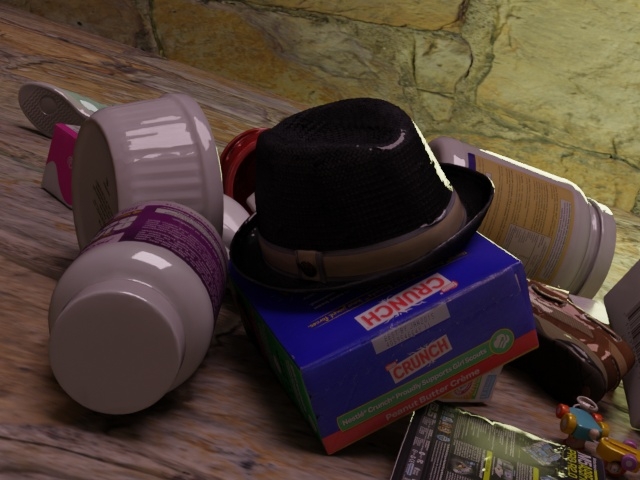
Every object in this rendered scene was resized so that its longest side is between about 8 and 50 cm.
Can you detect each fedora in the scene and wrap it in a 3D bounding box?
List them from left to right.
[{"bbox_3d":[0.028,-0.072,1.271,0.334,0.152,0.334,-15,25,7],"label":"fedora"}]

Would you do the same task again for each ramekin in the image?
[{"bbox_3d":[-0.232,-0.056,1.418,0.127,0.273,0.273,-4,23,-28],"label":"ramekin"}]

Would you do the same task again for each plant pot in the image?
[{"bbox_3d":[-0.086,-0.107,1.900,0.191,0.191,0.174,12,12,-19],"label":"plant pot"}]

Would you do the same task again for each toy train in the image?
[{"bbox_3d":[0.365,0.255,1.351,0.166,0.046,0.125,31,19,36],"label":"toy train"}]

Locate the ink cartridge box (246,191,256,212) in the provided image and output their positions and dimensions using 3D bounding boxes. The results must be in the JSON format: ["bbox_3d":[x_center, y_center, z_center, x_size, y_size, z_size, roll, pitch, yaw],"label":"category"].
[{"bbox_3d":[0.000,0.000,1.633,0.172,0.100,0.237,47,1,-25],"label":"ink cartridge box"}]

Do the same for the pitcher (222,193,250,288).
[{"bbox_3d":[-0.145,-0.005,1.519,0.207,0.125,0.178,35,-15,41],"label":"pitcher"}]

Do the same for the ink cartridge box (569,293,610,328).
[{"bbox_3d":[0.407,0.145,1.709,0.090,0.092,0.143,13,15,-15],"label":"ink cartridge box"}]

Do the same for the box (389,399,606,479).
[{"bbox_3d":[0.176,0.257,1.093,0.216,0.060,0.270,19,15,7],"label":"box"}]

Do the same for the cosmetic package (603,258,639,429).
[{"bbox_3d":[0.656,0.172,1.574,0.453,0.161,0.230,13,48,-15],"label":"cosmetic package"}]

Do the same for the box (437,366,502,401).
[{"bbox_3d":[0.141,0.121,1.450,0.103,0.114,0.203,6,16,-38],"label":"box"}]

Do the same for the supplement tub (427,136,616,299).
[{"bbox_3d":[0.309,-0.018,1.884,0.331,0.241,0.241,19,13,-15],"label":"supplement tub"}]

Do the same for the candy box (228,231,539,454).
[{"bbox_3d":[0.058,0.073,1.280,0.268,0.122,0.317,-24,24,-11],"label":"candy box"}]

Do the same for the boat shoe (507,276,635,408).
[{"bbox_3d":[0.313,0.121,1.591,0.120,0.122,0.324,-22,43,-28],"label":"boat shoe"}]

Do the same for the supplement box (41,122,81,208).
[{"bbox_3d":[-0.328,-0.114,1.806,0.220,0.111,0.114,3,21,-41],"label":"supplement box"}]

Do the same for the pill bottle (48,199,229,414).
[{"bbox_3d":[-0.191,0.067,1.165,0.169,0.169,0.301,16,14,-4],"label":"pill bottle"}]

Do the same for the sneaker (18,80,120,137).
[{"bbox_3d":[-0.463,-0.245,2.174,0.256,0.094,0.151,27,20,-2],"label":"sneaker"}]
